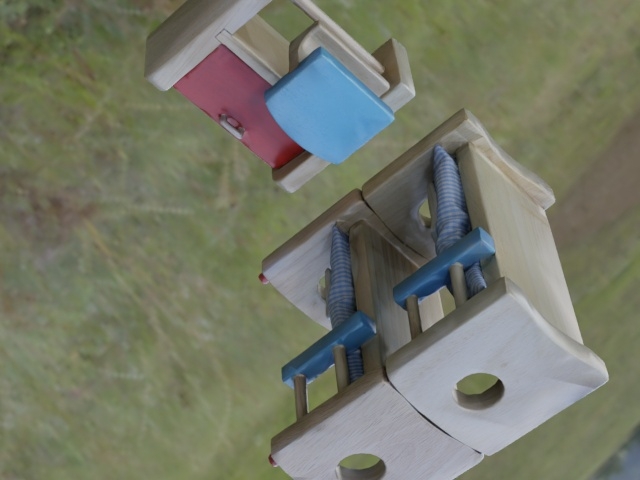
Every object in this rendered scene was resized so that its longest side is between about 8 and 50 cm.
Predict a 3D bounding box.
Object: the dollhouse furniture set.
[{"bbox_3d":[0.000,0.000,0.600,0.129,0.184,0.129,-38,-148,23],"label":"dollhouse furniture set"}]
